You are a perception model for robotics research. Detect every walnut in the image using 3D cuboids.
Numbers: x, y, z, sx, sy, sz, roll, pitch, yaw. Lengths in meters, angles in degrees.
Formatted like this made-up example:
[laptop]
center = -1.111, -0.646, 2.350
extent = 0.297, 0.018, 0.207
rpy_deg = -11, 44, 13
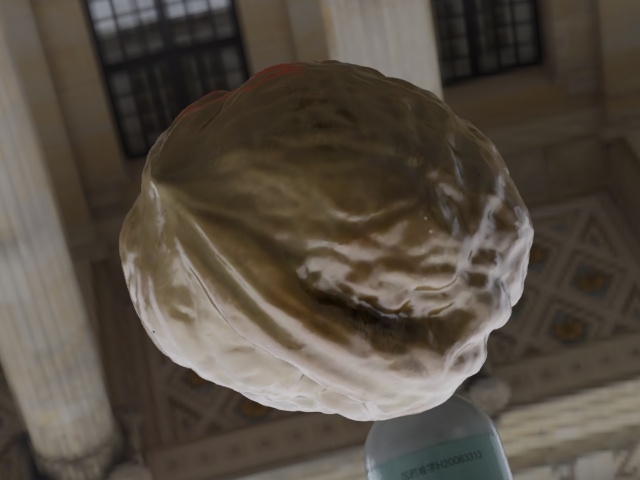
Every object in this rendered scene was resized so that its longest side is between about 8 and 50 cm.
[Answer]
[walnut]
center = 0.000, 0.000, 0.717
extent = 0.184, 0.155, 0.155
rpy_deg = 21, -165, -36

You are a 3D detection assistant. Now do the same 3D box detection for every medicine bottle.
[medicine bottle]
center = 0.093, 0.187, 1.296
extent = 0.110, 0.110, 0.352
rpy_deg = -15, -104, -7
